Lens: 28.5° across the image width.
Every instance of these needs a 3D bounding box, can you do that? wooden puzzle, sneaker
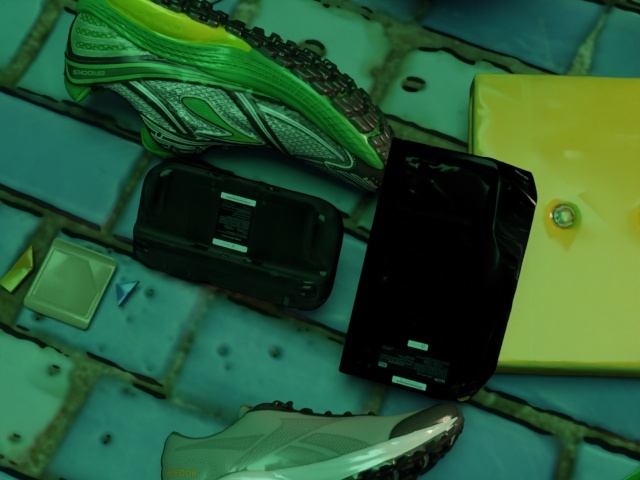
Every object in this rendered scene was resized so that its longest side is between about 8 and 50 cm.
[{"bbox_3d":[-0.235,0.040,1.180,0.116,0.014,0.079,26,76,11],"label":"wooden puzzle"},{"bbox_3d":[-0.009,0.177,1.078,0.271,0.100,0.108,-14,64,-4],"label":"sneaker"},{"bbox_3d":[-0.083,-0.132,1.203,0.343,0.134,0.146,26,107,4],"label":"sneaker"}]

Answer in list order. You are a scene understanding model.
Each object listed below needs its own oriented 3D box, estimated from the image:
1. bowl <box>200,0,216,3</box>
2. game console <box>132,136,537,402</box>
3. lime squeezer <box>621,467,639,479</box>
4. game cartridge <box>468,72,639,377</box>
[{"bbox_3d":[-0.176,-0.390,1.284,0.297,0.134,0.298,-1,68,2],"label":"bowl"},{"bbox_3d":[0.000,0.000,1.128,0.361,0.044,0.213,15,93,16],"label":"game console"},{"bbox_3d":[0.301,0.140,1.075,0.109,0.059,0.310,24,103,-10],"label":"lime squeezer"},{"bbox_3d":[0.298,-0.013,1.164,0.323,0.053,0.285,3,73,0],"label":"game cartridge"}]
